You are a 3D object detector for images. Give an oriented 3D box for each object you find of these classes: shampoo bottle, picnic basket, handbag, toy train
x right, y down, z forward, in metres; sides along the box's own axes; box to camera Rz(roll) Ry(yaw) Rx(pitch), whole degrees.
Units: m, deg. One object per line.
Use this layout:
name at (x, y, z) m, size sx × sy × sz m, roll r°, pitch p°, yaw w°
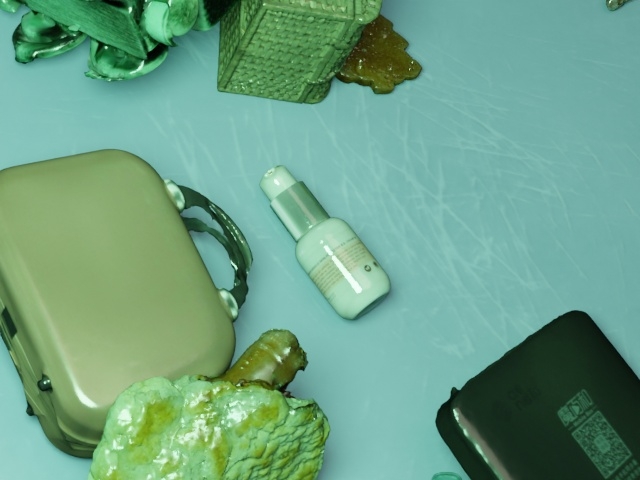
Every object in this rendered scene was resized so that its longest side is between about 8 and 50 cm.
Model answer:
shampoo bottle at (0.000, 0.000, 1.649) m, size 0.074 × 0.074 × 0.192 m, roll -32°, pitch 77°, yaw -30°
picnic basket at (-0.022, -0.266, 1.700) m, size 0.154 × 0.196 × 0.134 m, roll 9°, pitch 62°, yaw -17°
handbag at (-0.201, 0.050, 1.506) m, size 0.283 × 0.149 × 0.302 m, roll -21°, pitch 72°, yaw -25°
toy train at (-0.236, -0.306, 1.621) m, size 0.299 × 0.167 × 0.238 m, roll 21°, pitch 53°, yaw 28°

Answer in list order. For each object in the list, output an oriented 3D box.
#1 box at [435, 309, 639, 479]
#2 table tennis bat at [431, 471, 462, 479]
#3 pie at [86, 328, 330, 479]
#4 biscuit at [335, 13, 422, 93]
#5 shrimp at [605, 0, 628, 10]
box at (0.290, 0.239, 1.612) m, size 0.290 × 0.073 × 0.289 m, roll -29°, pitch 78°, yaw -44°
table tennis bat at (0.129, 0.342, 1.504) m, size 0.124 × 0.033 × 0.201 m, roll 1°, pitch 88°, yaw 9°
pie at (-0.110, 0.235, 1.413) m, size 0.274 × 0.257 × 0.105 m, roll -20°, pitch 31°, yaw -33°
biscuit at (0.065, -0.242, 1.824) m, size 0.119 × 0.019 × 0.130 m, roll -2°, pitch 66°, yaw -21°
shrimp at (0.428, -0.351, 2.007) m, size 0.092 × 0.038 × 0.029 m, roll -57°, pitch 135°, yaw -32°
